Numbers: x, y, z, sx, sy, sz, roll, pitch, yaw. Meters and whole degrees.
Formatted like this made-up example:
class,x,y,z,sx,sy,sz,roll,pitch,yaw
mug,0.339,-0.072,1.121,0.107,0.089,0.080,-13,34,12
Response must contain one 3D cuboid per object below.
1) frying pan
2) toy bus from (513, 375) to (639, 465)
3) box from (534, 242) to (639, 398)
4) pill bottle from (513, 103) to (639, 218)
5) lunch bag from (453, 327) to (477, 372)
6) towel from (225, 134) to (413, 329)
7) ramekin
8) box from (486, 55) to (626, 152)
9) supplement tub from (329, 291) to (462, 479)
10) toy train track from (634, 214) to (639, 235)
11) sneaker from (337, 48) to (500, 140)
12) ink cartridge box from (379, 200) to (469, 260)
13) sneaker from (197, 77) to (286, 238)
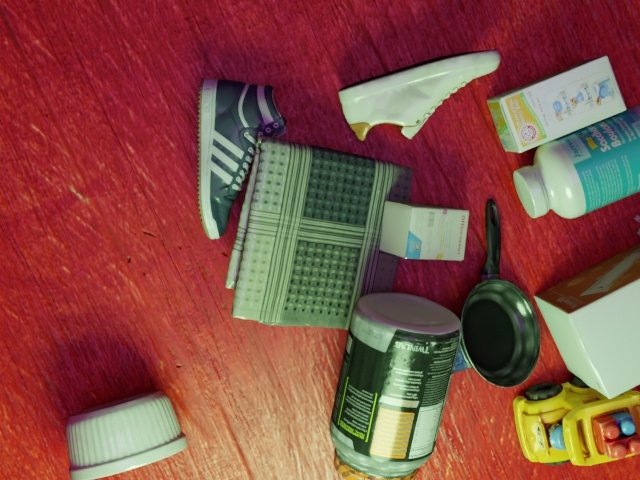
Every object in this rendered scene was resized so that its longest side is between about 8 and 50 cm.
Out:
class,x,y,z,sx,sy,sz,roll,pitch,yaw
frying pan,0.295,0.107,1.696,0.197,0.053,0.326,-24,92,-37
toy bus,0.477,0.338,1.679,0.220,0.211,0.150,-13,98,0
box,0.590,0.108,1.661,0.345,0.215,0.168,-27,96,-1
pill bottle,0.481,-0.130,1.665,0.264,0.146,0.146,-23,96,-1
lunch bag,0.246,0.189,1.723,0.065,0.067,0.099,-22,95,-1
towel,0.000,0.000,1.667,0.312,0.056,0.324,9,94,-25
ramekin,-0.344,0.335,1.643,0.207,0.207,0.109,-14,87,-2
box,0.413,-0.240,1.667,0.203,0.114,0.103,-22,97,0
supplement tub,0.124,0.265,1.646,0.193,0.193,0.316,10,107,-4
toy train track,0.616,-0.044,1.747,0.048,0.014,0.083,35,92,-6
sneaker,0.185,-0.254,1.667,0.290,0.106,0.123,-16,100,9
ink cartridge box,0.191,-0.017,1.672,0.143,0.090,0.092,4,97,-30
sneaker,-0.136,-0.143,1.656,0.153,0.099,0.282,0,93,-1
